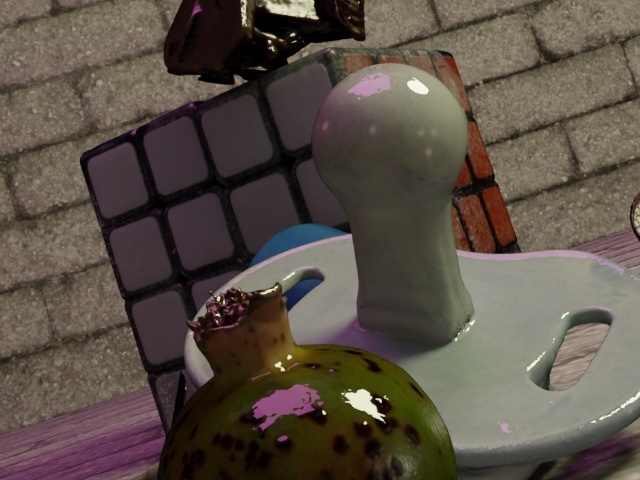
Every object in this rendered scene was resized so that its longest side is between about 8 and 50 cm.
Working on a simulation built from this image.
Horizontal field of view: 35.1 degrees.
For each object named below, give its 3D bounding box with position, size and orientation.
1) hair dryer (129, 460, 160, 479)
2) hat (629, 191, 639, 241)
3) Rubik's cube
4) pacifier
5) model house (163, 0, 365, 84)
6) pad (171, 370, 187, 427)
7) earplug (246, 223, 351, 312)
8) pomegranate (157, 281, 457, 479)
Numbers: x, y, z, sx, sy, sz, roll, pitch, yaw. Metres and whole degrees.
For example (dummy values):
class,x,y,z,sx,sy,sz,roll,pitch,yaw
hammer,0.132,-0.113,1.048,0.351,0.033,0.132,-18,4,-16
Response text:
class,x,y,z,sx,sy,sz,roll,pitch,yaw
hair dryer,-0.096,0.177,0.796,0.199,0.067,0.167,-28,3,1
hat,0.411,0.008,1.021,0.193,0.082,0.193,-6,35,4
Rubik's cube,0.000,0.000,1.120,0.337,0.344,0.344,-19,-3,27
pacifier,0.039,0.017,0.552,0.287,0.226,0.238,7,28,36
model house,-0.044,-0.211,0.999,0.164,0.141,0.203,7,12,-28
pad,-0.091,0.137,0.610,0.003,0.112,0.157,10,-6,-8
earplug,0.055,0.066,0.770,0.132,0.132,0.273,-17,15,-28
pomegranate,-0.011,0.091,0.396,0.130,0.130,0.130,-18,-2,-1
